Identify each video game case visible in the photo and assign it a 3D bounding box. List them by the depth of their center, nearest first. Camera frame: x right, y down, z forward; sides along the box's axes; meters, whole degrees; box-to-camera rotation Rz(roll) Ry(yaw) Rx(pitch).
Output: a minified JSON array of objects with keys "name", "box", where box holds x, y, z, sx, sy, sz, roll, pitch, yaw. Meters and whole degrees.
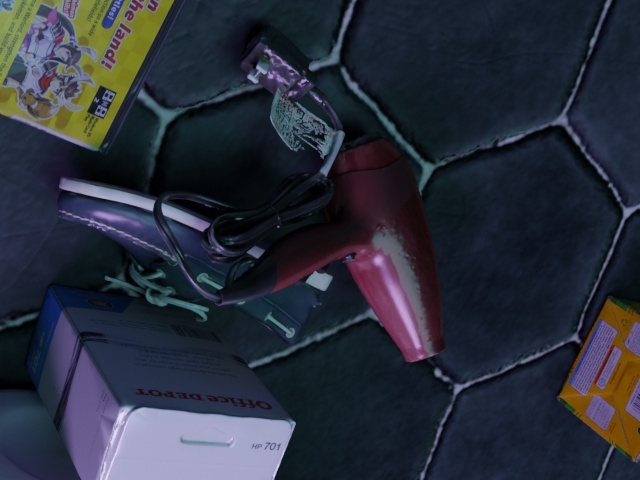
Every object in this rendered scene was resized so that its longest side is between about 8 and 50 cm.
[{"name":"video game case","box":[-0.191,-0.221,0.741,0.248,0.035,0.275,22,102,-35]}]

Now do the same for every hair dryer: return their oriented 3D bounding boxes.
[{"name":"hair dryer","box":[0.000,0.000,0.885,0.293,0.080,0.223,39,59,-28]}]

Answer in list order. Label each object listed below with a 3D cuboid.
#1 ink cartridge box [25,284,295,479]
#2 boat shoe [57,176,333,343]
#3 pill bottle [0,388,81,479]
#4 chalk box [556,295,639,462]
[{"name":"ink cartridge box","box":[-0.126,0.115,0.852,0.139,0.190,0.082,12,108,-32]},{"name":"boat shoe","box":[-0.100,0.018,0.881,0.254,0.095,0.079,24,91,-45]},{"name":"pill bottle","box":[-0.249,0.301,0.882,0.188,0.188,0.334,12,108,-33]},{"name":"chalk box","box":[0.387,0.156,1.195,0.213,0.132,0.132,14,106,-34]}]
